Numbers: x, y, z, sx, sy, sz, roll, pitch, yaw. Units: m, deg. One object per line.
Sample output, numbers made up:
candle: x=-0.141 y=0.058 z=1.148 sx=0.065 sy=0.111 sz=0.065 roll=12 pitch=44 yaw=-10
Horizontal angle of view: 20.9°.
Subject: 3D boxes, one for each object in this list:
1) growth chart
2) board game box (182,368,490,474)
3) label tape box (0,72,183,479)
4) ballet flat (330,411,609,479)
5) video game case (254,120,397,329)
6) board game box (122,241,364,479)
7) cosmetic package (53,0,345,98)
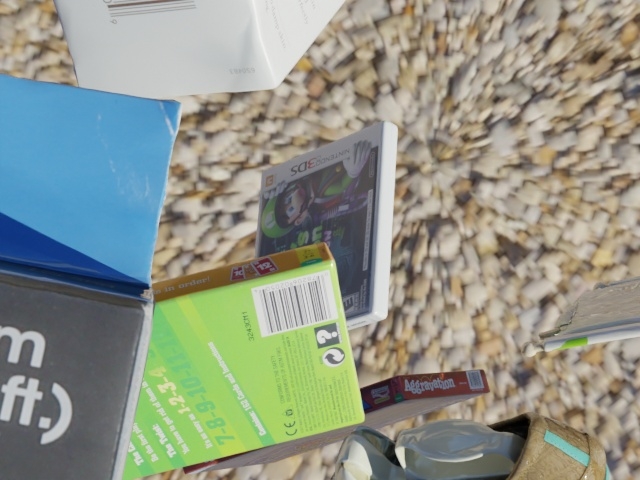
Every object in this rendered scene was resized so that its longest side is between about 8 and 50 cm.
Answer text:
growth chart: x=0.317 y=0.062 z=1.738 sx=0.172 sy=0.237 sz=0.021 roll=-10 pitch=100 yaw=29
board game box: x=0.012 y=0.177 z=1.693 sx=0.281 sy=0.145 sz=0.027 roll=-23 pitch=74 yaw=35
label tape box: x=-0.184 y=0.067 z=0.505 sx=0.249 sy=0.115 sz=0.348 roll=11 pitch=66 yaw=-5
ballet flat: x=0.093 y=0.213 z=1.564 sx=0.124 sy=0.342 sz=0.116 roll=42 pitch=51 yaw=-31
video game case: x=0.000 y=0.000 z=1.600 sx=0.022 sy=0.173 sz=0.190 roll=22 pitch=61 yaw=-37
board game box: x=-0.109 y=0.090 z=1.102 sx=0.259 sy=0.039 sz=0.124 roll=-15 pitch=118 yaw=-7
cosmetic package: x=-0.050 y=-0.281 z=1.220 sx=0.156 sy=0.385 sz=0.217 roll=-2 pitch=121 yaw=25
